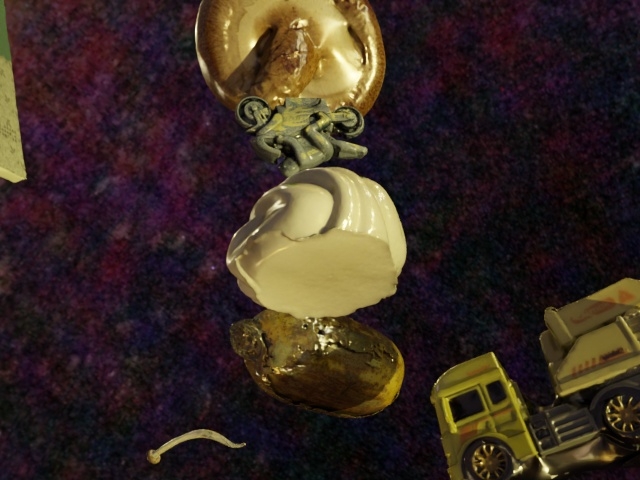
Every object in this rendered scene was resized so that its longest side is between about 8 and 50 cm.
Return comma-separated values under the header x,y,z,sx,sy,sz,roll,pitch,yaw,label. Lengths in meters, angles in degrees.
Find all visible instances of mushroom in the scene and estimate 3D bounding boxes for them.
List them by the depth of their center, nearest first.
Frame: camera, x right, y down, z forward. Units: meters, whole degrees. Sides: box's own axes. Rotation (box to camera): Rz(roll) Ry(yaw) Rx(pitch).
x,y,z,sx,sy,sz,roll,pitch,yaw,label
-0.054,-0.350,1.223,0.239,0.345,0.345,10,63,48,mushroom
-0.357,0.577,1.920,0.306,0.043,0.068,-16,89,12,mushroom

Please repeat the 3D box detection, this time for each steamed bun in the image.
x,y,z,sx,sy,sz,roll,pitch,yaw,label
0.000,0.000,0.679,0.183,0.183,0.106,-25,51,25,steamed bun

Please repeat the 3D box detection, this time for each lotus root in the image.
x,y,z,sx,sy,sz,roll,pitch,yaw,label
0.002,0.232,1.329,0.196,0.397,0.179,-60,33,13,lotus root

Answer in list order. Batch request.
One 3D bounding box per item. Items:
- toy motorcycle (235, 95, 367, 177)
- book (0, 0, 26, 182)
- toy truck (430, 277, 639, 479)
x,y,z,sx,sy,sz,roll,pitch,yaw,label
-0.028,-0.147,0.974,0.061,0.193,0.124,120,152,-69,toy motorcycle
-0.507,-0.287,0.910,0.031,0.264,0.379,-15,77,9,book
0.368,0.230,1.012,0.405,0.180,0.254,-25,55,13,toy truck
